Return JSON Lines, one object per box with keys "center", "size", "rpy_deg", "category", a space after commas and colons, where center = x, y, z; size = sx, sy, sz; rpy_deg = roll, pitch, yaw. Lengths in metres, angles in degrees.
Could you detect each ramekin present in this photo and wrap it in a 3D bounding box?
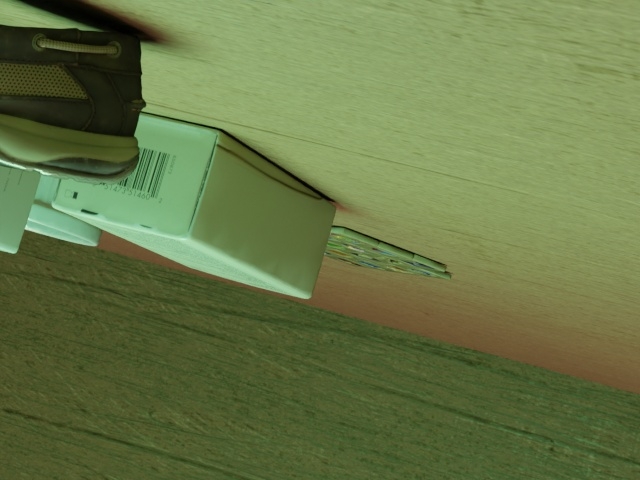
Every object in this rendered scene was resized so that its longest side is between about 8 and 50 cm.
{"center": [-0.348, -0.074, 1.879], "size": [0.207, 0.109, 0.207], "rpy_deg": [16, 175, 2], "category": "ramekin"}

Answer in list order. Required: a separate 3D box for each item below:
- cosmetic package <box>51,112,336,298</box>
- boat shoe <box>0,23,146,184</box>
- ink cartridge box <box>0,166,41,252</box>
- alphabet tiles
{"center": [-0.118, -0.034, 1.610], "size": [0.160, 0.113, 0.309], "rpy_deg": [14, 174, 23], "category": "cosmetic package"}
{"center": [-0.285, -0.133, 1.079], "size": [0.355, 0.130, 0.132], "rpy_deg": [13, 180, -30], "category": "boat shoe"}
{"center": [-0.353, -0.101, 1.342], "size": [0.171, 0.168, 0.232], "rpy_deg": [14, 174, 16], "category": "ink cartridge box"}
{"center": [0.000, 0.000, 2.103], "size": [0.285, 0.011, 0.342], "rpy_deg": [20, 173, -33], "category": "alphabet tiles"}
